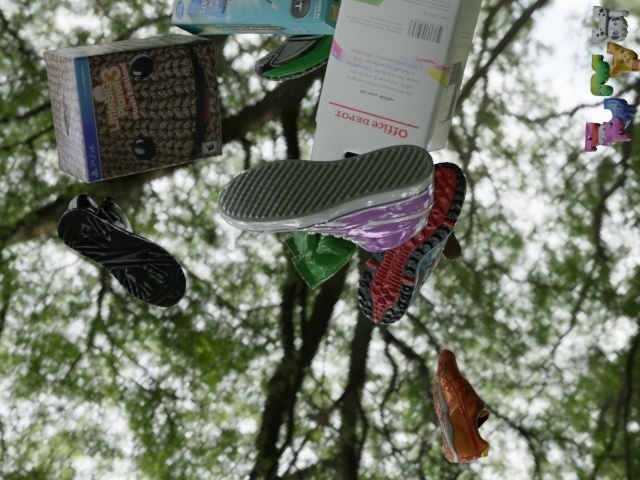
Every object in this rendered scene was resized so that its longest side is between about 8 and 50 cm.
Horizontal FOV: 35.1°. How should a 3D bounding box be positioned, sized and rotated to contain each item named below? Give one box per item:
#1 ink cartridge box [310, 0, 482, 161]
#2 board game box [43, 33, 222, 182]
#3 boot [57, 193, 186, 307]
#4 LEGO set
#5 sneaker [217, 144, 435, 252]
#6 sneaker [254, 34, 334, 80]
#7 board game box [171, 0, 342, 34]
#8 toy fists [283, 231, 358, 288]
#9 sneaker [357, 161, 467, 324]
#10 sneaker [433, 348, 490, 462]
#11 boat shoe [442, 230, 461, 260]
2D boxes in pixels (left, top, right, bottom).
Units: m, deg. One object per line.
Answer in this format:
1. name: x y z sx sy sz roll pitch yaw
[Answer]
1. ink cartridge box: 0.124 -0.273 1.689 0.207 0.353 0.119 19 -164 21
2. board game box: -0.353 -0.259 1.932 0.291 0.231 0.141 -16 -157 -33
3. boot: -0.338 0.009 1.760 0.247 0.094 0.207 33 -174 -10
4. LEGO set: 0.480 -0.251 1.579 0.093 0.227 0.087 7 -171 41
5. sneaker: 0.012 -0.028 1.335 0.282 0.161 0.102 -6 -125 0
6. sneaker: 0.001 -0.450 2.092 0.146 0.344 0.134 53 -174 -9
7. board game box: -0.103 -0.510 1.854 0.336 0.253 0.079 6 178 30
8. toy fists: 0.000 0.000 2.254 0.096 0.142 0.279 53 -177 -19
9. sneaker: 0.137 -0.007 1.492 0.104 0.261 0.125 32 -159 11
10. sneaker: 0.186 0.219 1.340 0.068 0.064 0.175 -5 -132 -2
11. boat shoe: 0.215 -0.028 1.841 0.045 0.050 0.135 -114 3 -77
